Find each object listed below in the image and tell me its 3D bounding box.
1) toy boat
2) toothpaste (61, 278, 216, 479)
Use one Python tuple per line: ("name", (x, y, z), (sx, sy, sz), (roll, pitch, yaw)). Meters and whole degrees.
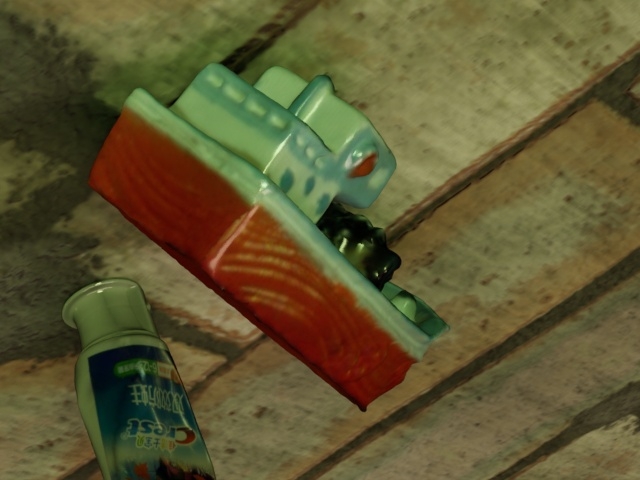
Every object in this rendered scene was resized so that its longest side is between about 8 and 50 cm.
("toy boat", (0.000, 0.000, 0.923), (0.133, 0.145, 0.332), (-52, 149, -6))
("toothpaste", (-0.103, 0.148, 0.944), (0.061, 0.266, 0.096), (-36, 148, 25))
